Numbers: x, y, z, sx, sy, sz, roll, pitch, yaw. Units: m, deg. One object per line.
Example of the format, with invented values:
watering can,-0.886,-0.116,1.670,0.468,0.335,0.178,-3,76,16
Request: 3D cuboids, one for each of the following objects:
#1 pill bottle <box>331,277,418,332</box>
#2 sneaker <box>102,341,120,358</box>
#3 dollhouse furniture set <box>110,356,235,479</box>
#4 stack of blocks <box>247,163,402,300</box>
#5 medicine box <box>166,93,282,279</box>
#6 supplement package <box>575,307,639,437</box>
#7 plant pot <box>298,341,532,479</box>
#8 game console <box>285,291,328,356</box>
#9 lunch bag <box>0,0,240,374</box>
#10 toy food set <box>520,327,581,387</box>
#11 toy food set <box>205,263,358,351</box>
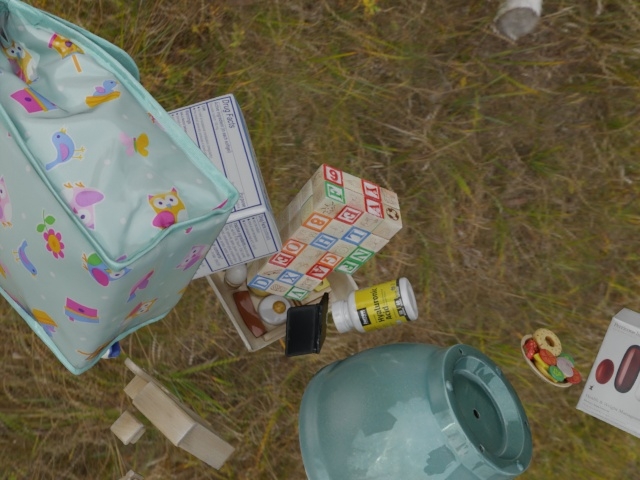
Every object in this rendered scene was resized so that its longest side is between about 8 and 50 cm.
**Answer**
pill bottle,0.079,0.099,1.081,0.117,0.065,0.065,-17,103,15
sneaker,-0.345,0.087,1.389,0.131,0.112,0.296,35,85,14
dollhouse furniture set,-0.330,0.410,1.181,0.355,0.303,0.173,-48,147,-13
stack of blocks,0.000,0.000,1.444,0.171,0.297,0.087,20,45,-27
medicine box,-0.242,-0.077,1.272,0.290,0.149,0.263,-17,59,-2
supplement package,0.646,0.270,1.460,0.149,0.194,0.203,-6,115,-59
plant pot,0.145,0.251,0.961,0.293,0.293,0.196,41,124,-19
game console,-0.028,0.181,1.608,0.071,0.107,0.122,8,113,10
lunch bag,-0.225,-0.050,0.648,0.262,0.223,0.160,48,49,9
toy food set,0.286,0.148,0.922,0.083,0.082,0.020,-7,141,-46
toy food set,-0.090,0.089,1.661,0.306,0.092,0.219,-25,73,-27
